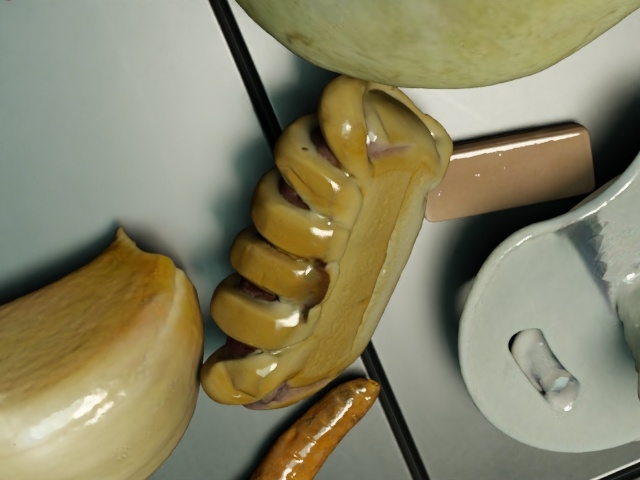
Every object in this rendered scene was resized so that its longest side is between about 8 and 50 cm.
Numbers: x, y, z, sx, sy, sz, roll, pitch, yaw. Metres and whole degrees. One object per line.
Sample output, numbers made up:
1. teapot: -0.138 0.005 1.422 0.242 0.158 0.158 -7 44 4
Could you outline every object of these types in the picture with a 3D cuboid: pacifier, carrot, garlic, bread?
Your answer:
1. pacifier: 0.232 0.055 1.215 0.279 0.207 0.227 -37 121 4
2. carrot: -0.027 0.163 1.298 0.047 0.047 0.191 36 94 -12
3. garlic: -0.185 0.097 1.236 0.245 0.145 0.164 -19 72 1
4. bread: 0.000 0.000 1.212 0.081 0.134 0.225 32 111 28

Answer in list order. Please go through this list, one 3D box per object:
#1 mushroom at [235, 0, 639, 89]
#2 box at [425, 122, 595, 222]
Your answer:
1. mushroom: 0.074 -0.258 1.099 0.352 0.260 0.352 6 106 21
2. box: 0.118 -0.044 1.270 0.115 0.025 0.048 -11 109 -2
